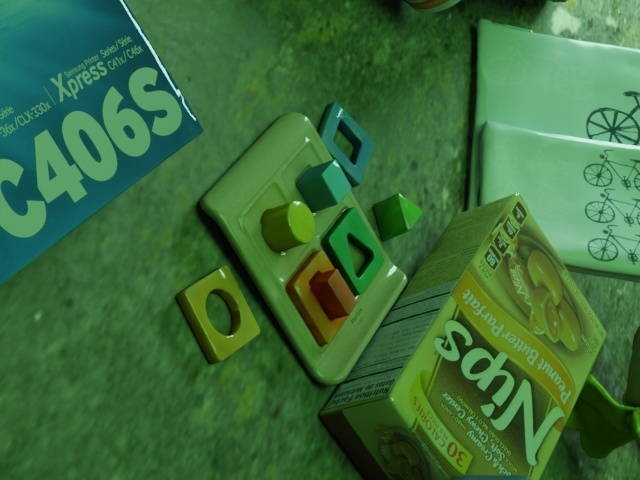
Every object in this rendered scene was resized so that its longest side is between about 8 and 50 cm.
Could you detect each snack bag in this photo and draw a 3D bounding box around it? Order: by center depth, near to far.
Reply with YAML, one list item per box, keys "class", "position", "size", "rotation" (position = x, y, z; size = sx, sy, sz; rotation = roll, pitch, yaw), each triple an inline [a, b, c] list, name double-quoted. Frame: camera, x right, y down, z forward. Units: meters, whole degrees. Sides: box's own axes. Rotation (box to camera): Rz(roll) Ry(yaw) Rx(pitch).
- class: "snack bag"
  position: [0.324, -0.101, 1.435]
  size: [0.323, 0.037, 0.343]
  rotation: [8, 55, -1]

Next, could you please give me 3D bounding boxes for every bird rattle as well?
- class: "bird rattle"
  position: [0.381, 0.145, 1.406]
  size: [0.253, 0.143, 0.207]
  rotation: [-12, 117, -44]

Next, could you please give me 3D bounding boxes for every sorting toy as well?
- class: "sorting toy"
  position: [0.000, 0.000, 1.131]
  size: [0.196, 0.047, 0.348]
  rotation: [56, 38, -15]

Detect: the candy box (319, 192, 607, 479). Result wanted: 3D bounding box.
- class: "candy box"
  position: [0.143, 0.120, 1.199]
  size: [0.183, 0.087, 0.316]
  rotation: [55, 42, -16]

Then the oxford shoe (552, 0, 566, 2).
- class: "oxford shoe"
  position: [0.289, -0.382, 1.565]
  size: [0.169, 0.130, 0.449]
  rotation: [62, 17, -1]

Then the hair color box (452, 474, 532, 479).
- class: "hair color box"
  position: [0.135, 0.385, 0.983]
  size: [0.185, 0.113, 0.374]
  rotation: [-23, 90, -24]

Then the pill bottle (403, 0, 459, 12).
- class: "pill bottle"
  position: [0.067, -0.335, 1.333]
  size: [0.221, 0.121, 0.121]
  rotation: [31, 49, -39]

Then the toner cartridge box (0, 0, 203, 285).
- class: "toner cartridge box"
  position: [-0.227, -0.061, 0.853]
  size: [0.165, 0.075, 0.348]
  rotation: [57, 37, -11]
